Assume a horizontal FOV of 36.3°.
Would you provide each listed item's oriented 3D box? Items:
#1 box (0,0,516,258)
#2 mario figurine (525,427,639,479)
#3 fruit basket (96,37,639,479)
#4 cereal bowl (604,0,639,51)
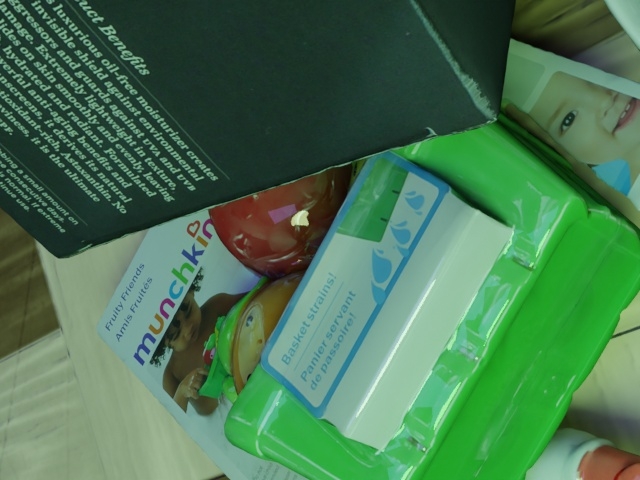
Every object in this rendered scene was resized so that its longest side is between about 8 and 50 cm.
[{"bbox_3d":[-0.052,-0.181,0.553,0.294,0.183,0.296,-15,42,32],"label":"box"},{"bbox_3d":[0.226,0.173,0.517,0.320,0.170,0.198,-37,30,19],"label":"mario figurine"},{"bbox_3d":[0.000,0.000,0.605,0.353,0.165,0.327,35,99,38],"label":"fruit basket"},{"bbox_3d":[0.289,-0.190,0.430,0.339,0.141,0.339,0,91,34],"label":"cereal bowl"}]
